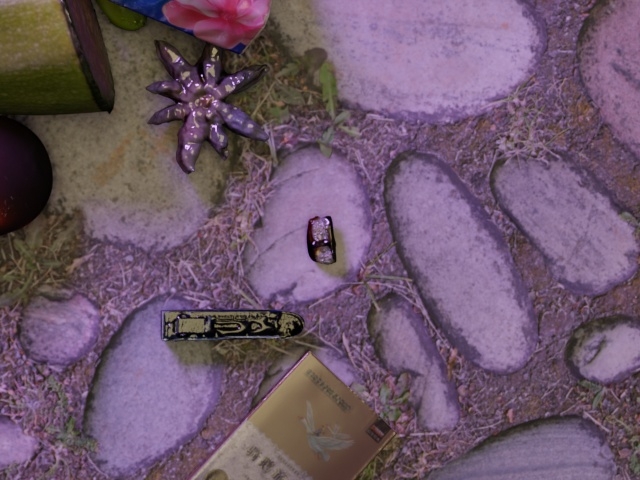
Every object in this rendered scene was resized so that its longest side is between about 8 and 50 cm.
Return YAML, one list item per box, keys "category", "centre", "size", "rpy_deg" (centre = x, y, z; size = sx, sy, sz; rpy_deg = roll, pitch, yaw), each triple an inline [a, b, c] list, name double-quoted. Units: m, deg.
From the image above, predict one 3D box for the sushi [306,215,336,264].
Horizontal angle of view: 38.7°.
- category: "sushi"
  centre: [0.000, 0.000, 1.531]
  size: [0.046, 0.044, 0.083]
  rpy_deg: [-6, 91, 11]

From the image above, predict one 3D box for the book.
- category: "book"
  centre: [-0.050, 0.368, 1.536]
  size: [0.217, 0.021, 0.310]
  rpy_deg: [44, 84, -9]

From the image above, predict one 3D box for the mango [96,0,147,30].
- category: "mango"
  centre: [-0.320, -0.411, 1.433]
  size: [0.091, 0.074, 0.165]
  rpy_deg: [-24, 96, -11]

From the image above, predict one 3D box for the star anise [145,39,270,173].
- category: "star anise"
  centre: [-0.182, -0.220, 1.456]
  size: [0.229, 0.093, 0.236]
  rpy_deg: [25, 85, -10]

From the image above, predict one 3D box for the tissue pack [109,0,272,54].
- category: "tissue pack"
  centre: [-0.206, -0.425, 1.363]
  size: [0.270, 0.137, 0.209]
  rpy_deg: [20, 50, -23]

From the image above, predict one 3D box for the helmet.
- category: "helmet"
  centre: [-0.508, -0.095, 1.365]
  size: [0.216, 0.193, 0.189]
  rpy_deg: [-16, 94, -39]

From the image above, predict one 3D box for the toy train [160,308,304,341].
- category: "toy train"
  centre: [-0.144, 0.137, 1.496]
  size: [0.234, 0.051, 0.052]
  rpy_deg: [0, 92, -14]

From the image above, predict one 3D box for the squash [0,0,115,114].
- category: "squash"
  centre: [-0.485, -0.293, 1.300]
  size: [0.309, 0.310, 0.310]
  rpy_deg: [-16, 95, -5]
